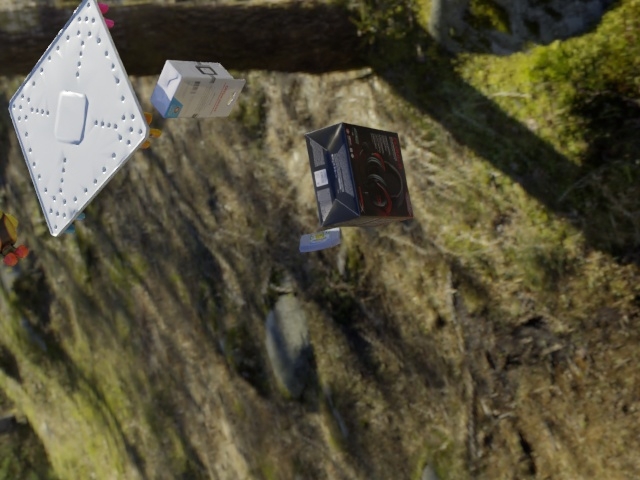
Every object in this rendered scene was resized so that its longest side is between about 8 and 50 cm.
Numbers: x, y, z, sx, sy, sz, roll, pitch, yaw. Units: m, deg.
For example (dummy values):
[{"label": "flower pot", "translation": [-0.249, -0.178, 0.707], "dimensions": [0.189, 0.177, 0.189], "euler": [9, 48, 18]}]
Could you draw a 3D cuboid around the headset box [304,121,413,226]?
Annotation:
[{"label": "headset box", "translation": [0.103, -0.146, 1.907], "dimensions": [0.110, 0.293, 0.218], "euler": [-13, 83, 32]}]

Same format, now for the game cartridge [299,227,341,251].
[{"label": "game cartridge", "translation": [0.000, 0.000, 1.595], "dimensions": [0.056, 0.083, 0.017], "euler": [-88, -17, -61]}]

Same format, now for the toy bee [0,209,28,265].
[{"label": "toy bee", "translation": [-0.562, 0.000, 1.314], "dimensions": [0.162, 0.195, 0.298], "euler": [45, 150, -3]}]

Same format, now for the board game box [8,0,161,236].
[{"label": "board game box", "translation": [-0.534, -0.269, 1.817], "dimensions": [0.390, 0.050, 0.389], "euler": [-40, 64, 32]}]

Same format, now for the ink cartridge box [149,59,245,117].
[{"label": "ink cartridge box", "translation": [-0.255, -0.315, 1.712], "dimensions": [0.060, 0.180, 0.104], "euler": [48, 123, 24]}]
